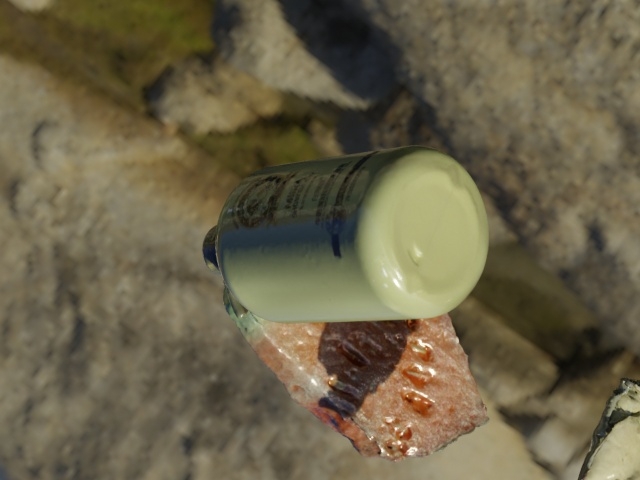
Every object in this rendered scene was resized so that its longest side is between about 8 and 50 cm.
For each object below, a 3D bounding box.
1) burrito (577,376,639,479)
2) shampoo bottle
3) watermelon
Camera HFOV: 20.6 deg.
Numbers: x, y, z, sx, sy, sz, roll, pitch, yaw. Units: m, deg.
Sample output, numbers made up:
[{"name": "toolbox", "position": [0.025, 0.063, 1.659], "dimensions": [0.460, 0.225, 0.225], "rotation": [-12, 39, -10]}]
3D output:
[{"name": "burrito", "position": [0.211, 0.206, 1.312], "dimensions": [0.058, 0.230, 0.063], "rotation": [18, 154, 20]}, {"name": "shampoo bottle", "position": [0.000, 0.000, 0.839], "dimensions": [0.162, 0.079, 0.079], "rotation": [-4, 139, 50]}, {"name": "watermelon", "position": [0.034, 0.080, 1.512], "dimensions": [0.257, 0.193, 0.140], "rotation": [53, 161, -5]}]
